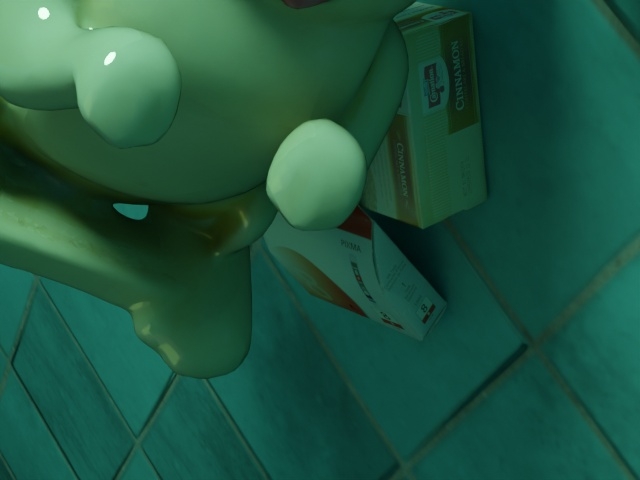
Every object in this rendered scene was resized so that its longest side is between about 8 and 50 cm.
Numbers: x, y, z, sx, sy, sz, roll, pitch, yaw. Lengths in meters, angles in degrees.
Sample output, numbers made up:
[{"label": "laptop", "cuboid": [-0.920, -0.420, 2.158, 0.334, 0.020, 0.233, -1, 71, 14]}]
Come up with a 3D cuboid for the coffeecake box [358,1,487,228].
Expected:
[{"label": "coffeecake box", "cuboid": [0.030, -0.104, 1.014, 0.185, 0.068, 0.142, 22, 127, 48]}]

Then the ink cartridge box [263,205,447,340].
[{"label": "ink cartridge box", "cuboid": [0.000, 0.000, 1.072, 0.145, 0.045, 0.179, 21, 163, 48]}]

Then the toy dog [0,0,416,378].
[{"label": "toy dog", "cuboid": [-0.052, -0.158, 0.860, 0.284, 0.395, 0.408, 30, 136, -16]}]
